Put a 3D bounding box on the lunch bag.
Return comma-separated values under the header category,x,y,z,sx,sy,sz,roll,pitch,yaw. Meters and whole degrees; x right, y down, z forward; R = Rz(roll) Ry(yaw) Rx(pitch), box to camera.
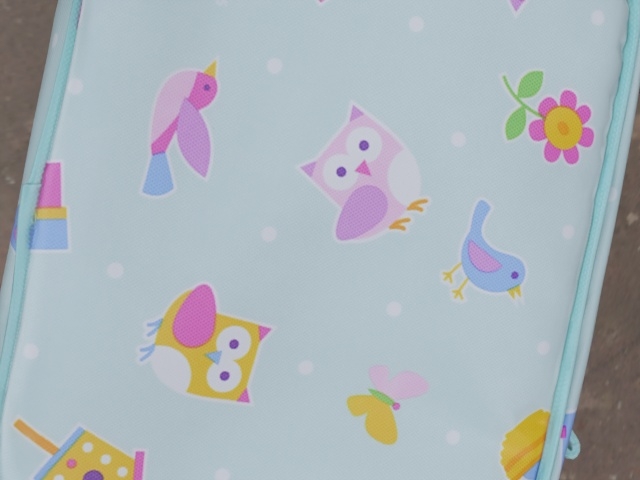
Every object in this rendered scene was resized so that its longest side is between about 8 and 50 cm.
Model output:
category,x,y,z,sx,sy,sz,roll,pitch,yaw
lunch bag,0.000,0.000,0.425,0.224,0.108,0.279,10,95,-13
